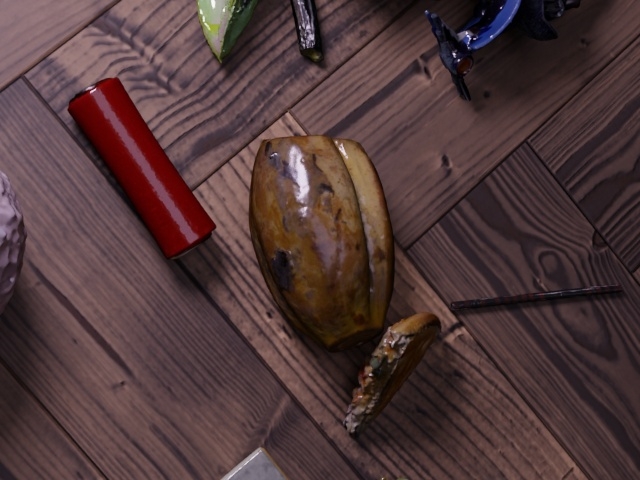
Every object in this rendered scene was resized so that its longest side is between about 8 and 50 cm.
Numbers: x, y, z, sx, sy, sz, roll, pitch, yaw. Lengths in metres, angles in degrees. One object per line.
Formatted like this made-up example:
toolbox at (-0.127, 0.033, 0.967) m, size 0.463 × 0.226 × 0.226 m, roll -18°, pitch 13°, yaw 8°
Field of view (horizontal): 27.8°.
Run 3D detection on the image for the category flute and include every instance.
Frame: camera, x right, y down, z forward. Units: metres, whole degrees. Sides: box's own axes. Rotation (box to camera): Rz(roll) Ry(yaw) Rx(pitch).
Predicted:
flute at (0.305, 0.080, 1.818) m, size 0.269 × 0.014 × 0.014 m, roll -5°, pitch 85°, yaw -18°

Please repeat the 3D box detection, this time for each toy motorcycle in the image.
toy motorcycle at (0.171, -0.354, 1.732) m, size 0.358 × 0.125 × 0.213 m, roll 37°, pitch 91°, yaw -21°

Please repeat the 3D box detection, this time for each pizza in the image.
pizza at (0.084, 0.173, 1.696) m, size 0.052 × 0.185 × 0.195 m, roll 36°, pitch 102°, yaw 19°

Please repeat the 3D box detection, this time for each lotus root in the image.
lotus root at (0.006, -0.001, 1.648) m, size 0.193 × 0.193 × 0.291 m, roll -10°, pitch 87°, yaw -18°

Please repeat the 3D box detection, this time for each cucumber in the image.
cucumber at (-0.019, -0.308, 1.749) m, size 0.034 × 0.033 × 0.135 m, roll -3°, pitch 83°, yaw -56°

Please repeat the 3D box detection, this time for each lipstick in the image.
lipstick at (-0.225, -0.091, 1.636) m, size 0.080 × 0.080 × 0.241 m, roll -34°, pitch 94°, yaw -18°

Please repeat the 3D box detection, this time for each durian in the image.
durian at (-0.102, -0.340, 1.682) m, size 0.086 × 0.100 × 0.215 m, roll 11°, pitch 110°, yaw -25°

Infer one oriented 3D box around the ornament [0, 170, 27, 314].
ornament at (-0.462, -0.005, 1.463) m, size 0.259 × 0.259 × 0.225 m, roll 7°, pitch 44°, yaw -17°

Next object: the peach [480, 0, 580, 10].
peach at (0.262, -0.425, 1.834) m, size 0.279 × 0.068 × 0.189 m, roll 39°, pitch 85°, yaw -13°

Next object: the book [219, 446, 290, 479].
book at (-0.056, 0.495, 1.647) m, size 0.269 × 0.032 × 0.389 m, roll -40°, pitch 96°, yaw -15°

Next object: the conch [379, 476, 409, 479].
conch at (0.122, 0.392, 1.698) m, size 0.105 × 0.079 × 0.170 m, roll -3°, pitch 78°, yaw -33°
